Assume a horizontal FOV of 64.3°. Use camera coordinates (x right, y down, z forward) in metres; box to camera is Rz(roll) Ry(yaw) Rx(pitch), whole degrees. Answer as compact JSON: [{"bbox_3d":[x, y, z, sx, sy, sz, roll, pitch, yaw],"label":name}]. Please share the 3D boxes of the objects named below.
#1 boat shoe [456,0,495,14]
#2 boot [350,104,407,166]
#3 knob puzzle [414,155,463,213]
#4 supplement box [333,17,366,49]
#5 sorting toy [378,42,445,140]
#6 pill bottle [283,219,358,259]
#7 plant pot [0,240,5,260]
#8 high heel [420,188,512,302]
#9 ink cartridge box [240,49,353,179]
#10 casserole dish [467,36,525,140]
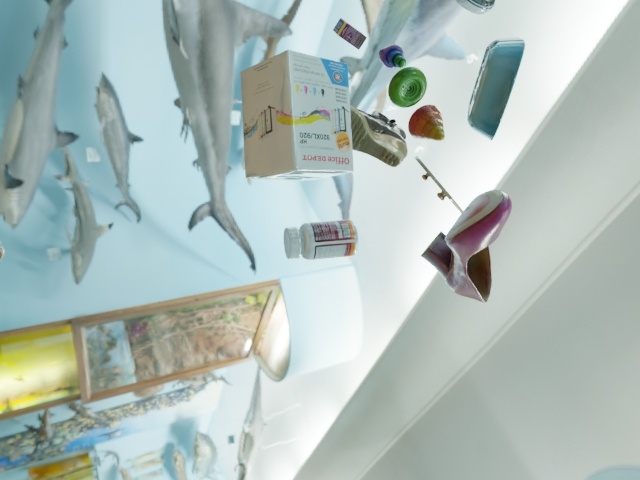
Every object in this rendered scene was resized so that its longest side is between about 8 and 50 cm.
[{"bbox_3d":[0.370,-0.713,1.301,0.105,0.306,0.113,-3,-127,56],"label":"boat shoe"},{"bbox_3d":[0.117,-0.291,1.298,0.090,0.248,0.207,-48,-168,29],"label":"boot"},{"bbox_3d":[0.317,-0.160,1.428,0.030,0.213,0.213,-40,-126,14],"label":"knob puzzle"},{"bbox_3d":[0.085,-0.599,1.476,0.043,0.083,0.055,-53,-151,22],"label":"supplement box"},{"bbox_3d":[0.294,-0.422,1.532,0.365,0.127,0.126,49,10,-40],"label":"sorting toy"},{"bbox_3d":[0.000,0.000,1.620,0.121,0.221,0.121,175,-90,-75],"label":"pill bottle"},{"bbox_3d":[-0.966,-0.027,1.265,0.229,0.263,0.263,63,-31,8],"label":"plant pot"},{"bbox_3d":[0.328,0.024,0.996,0.181,0.127,0.377,39,-11,6],"label":"high heel"},{"bbox_3d":[-0.049,-0.248,1.073,0.168,0.171,0.233,-2,-88,47],"label":"ink cartridge box"},{"bbox_3d":[0.210,-0.192,0.625,0.188,0.037,0.114,-57,161,-62],"label":"casserole dish"}]
